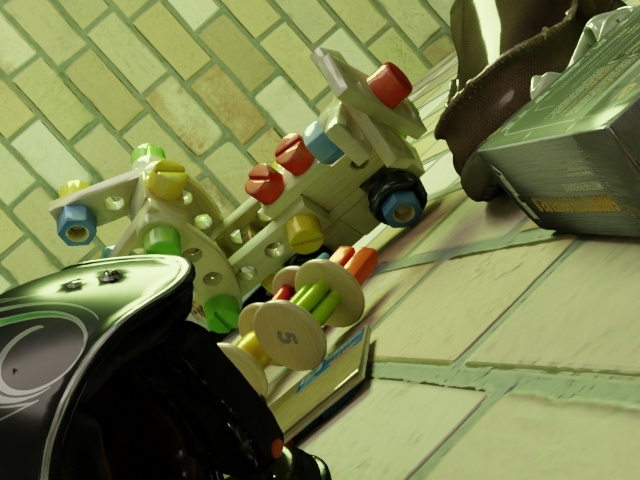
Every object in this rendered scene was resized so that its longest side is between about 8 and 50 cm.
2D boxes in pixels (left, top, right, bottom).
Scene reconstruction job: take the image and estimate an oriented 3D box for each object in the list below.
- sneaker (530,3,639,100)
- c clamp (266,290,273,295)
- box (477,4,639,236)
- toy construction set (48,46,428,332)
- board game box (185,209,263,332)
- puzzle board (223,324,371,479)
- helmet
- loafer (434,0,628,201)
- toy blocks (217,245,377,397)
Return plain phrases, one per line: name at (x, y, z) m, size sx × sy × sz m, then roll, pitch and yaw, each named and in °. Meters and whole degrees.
sneaker at (0.178, -0.106, 0.606) m, size 0.152 × 0.061 × 0.054 m, roll -41°, pitch 3°, yaw 0°
c clamp at (0.000, 0.000, 1.249) m, size 0.137 × 0.022 × 0.161 m, roll -38°, pitch 6°, yaw 34°
box at (0.187, -0.097, 0.484) m, size 0.231 × 0.056 × 0.183 m, roll -43°, pitch 6°, yaw -4°
toy construction set at (-0.039, -0.045, 0.908) m, size 0.327 × 0.215 × 0.151 m, roll -29°, pitch 44°, yaw 33°
board game box at (-0.074, 0.008, 1.400) m, size 0.318 × 0.066 × 0.318 m, roll -45°, pitch 3°, yaw -26°
puzzle board at (-0.021, 0.102, 0.640) m, size 0.128 × 0.011 × 0.096 m, roll -40°, pitch 4°, yaw 11°
helmet at (-0.095, 0.090, 0.467) m, size 0.161 × 0.169 × 0.169 m, roll -11°, pitch 27°, yaw 47°
loafer at (0.132, -0.137, 0.799) m, size 0.134 × 0.130 × 0.366 m, roll -40°, pitch 6°, yaw 24°
toy blocks at (-0.005, 0.040, 0.792) m, size 0.123 × 0.054 × 0.148 m, roll -38°, pitch 6°, yaw 43°
